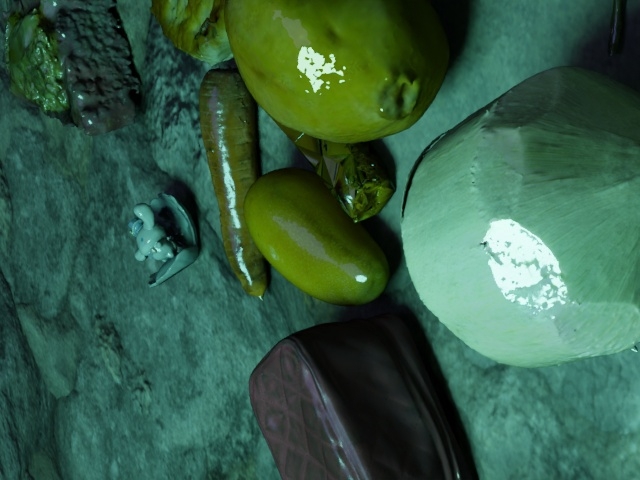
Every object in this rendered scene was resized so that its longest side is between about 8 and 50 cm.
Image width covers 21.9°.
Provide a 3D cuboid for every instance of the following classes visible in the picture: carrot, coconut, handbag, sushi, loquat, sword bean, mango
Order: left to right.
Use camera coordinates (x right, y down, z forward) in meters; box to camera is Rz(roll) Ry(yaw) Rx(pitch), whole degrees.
[{"bbox_3d":[-0.301,-0.201,1.930,0.161,0.107,0.241,-46,61,54],"label":"sushi"},{"bbox_3d":[-0.086,-0.059,1.698,0.059,0.059,0.248,4,104,55],"label":"carrot"},{"bbox_3d":[-0.005,-0.111,1.563,0.229,0.069,0.069,54,138,32],"label":"carrot"},{"bbox_3d":[0.000,0.000,1.563,0.184,0.084,0.102,38,126,32],"label":"mango"},{"bbox_3d":[0.009,-0.180,1.412,0.234,0.176,0.187,51,170,34],"label":"loquat"},{"bbox_3d":[0.037,0.181,1.507,0.146,0.135,0.225,-44,66,49],"label":"handbag"},{"bbox_3d":[0.179,-0.014,1.188,0.234,0.224,0.224,-11,89,53],"label":"coconut"},{"bbox_3d":[0.225,-0.181,1.255,0.012,0.012,0.083,17,111,53],"label":"sword bean"}]

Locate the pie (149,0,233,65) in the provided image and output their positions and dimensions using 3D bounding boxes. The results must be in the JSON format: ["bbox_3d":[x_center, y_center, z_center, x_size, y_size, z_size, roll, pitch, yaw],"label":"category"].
[{"bbox_3d":[-0.096,-0.325,1.602,0.315,0.092,0.315,-6,83,61],"label":"pie"}]

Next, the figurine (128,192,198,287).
[{"bbox_3d":[-0.177,-0.002,1.813,0.086,0.082,0.094,55,143,-1],"label":"figurine"}]
